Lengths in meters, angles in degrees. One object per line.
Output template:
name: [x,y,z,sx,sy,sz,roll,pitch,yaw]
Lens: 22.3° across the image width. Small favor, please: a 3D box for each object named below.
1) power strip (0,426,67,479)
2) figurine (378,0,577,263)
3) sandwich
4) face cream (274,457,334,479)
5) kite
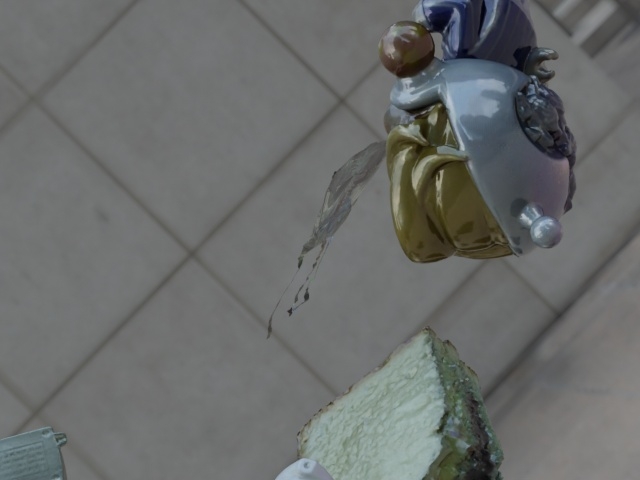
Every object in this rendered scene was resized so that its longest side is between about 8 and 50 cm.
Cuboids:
power strip: [-0.364,0.265,1.815,0.175,0.075,0.042,-13,-29,-8]
figurine: [0.118,-0.093,1.140,0.133,0.194,0.274,-9,26,22]
sandwich: [0.101,0.296,2.025,0.262,0.131,0.325,-41,27,19]
face cream: [-0.066,0.348,1.386,0.102,0.102,0.345,-42,17,50]
kite: [-0.002,-0.001,2.111,0.310,0.015,0.169,-62,-15,25]
